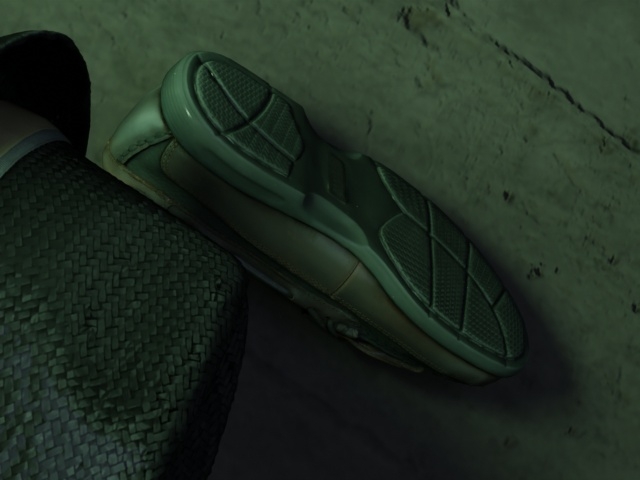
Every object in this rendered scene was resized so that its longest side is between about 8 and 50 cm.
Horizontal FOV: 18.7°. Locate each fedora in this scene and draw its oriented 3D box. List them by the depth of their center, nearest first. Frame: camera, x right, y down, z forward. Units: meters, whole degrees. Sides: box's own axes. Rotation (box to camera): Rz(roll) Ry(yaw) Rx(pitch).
[{"bbox_3d":[-0.130,0.086,0.817,0.152,0.334,0.334,24,69,8],"label":"fedora"}]

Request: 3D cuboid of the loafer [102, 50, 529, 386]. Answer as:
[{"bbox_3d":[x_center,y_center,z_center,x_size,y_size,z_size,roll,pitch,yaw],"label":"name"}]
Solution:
[{"bbox_3d":[0.000,0.000,1.057,0.267,0.084,0.096,39,35,-25],"label":"loafer"}]
